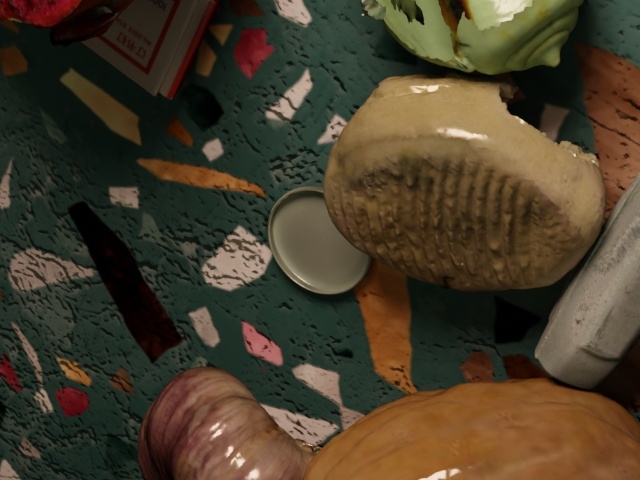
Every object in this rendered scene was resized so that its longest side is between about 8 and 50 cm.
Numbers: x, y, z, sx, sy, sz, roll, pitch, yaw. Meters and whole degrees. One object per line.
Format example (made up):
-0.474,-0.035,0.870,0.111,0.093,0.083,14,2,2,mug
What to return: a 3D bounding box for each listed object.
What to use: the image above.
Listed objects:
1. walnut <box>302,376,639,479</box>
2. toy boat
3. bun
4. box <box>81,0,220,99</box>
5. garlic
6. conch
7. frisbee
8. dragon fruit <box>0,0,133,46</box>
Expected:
0.129,0.272,1.111,0.344,0.306,0.306,-6,116,-12,walnut
0.256,0.002,1.058,0.078,0.085,0.260,19,117,-18,toy boat
0.116,-0.053,1.073,0.237,0.116,0.210,1,142,26,bun
-0.195,-0.241,1.215,0.229,0.050,0.123,37,126,10,box
-0.084,0.242,1.286,0.245,0.160,0.245,39,167,11,garlic
0.089,-0.219,0.999,0.250,0.137,0.143,39,102,3,conch
0.000,0.000,1.241,0.110,0.014,0.110,12,117,25,frisbee
-0.185,-0.361,1.027,0.386,0.249,0.371,52,141,21,dragon fruit
